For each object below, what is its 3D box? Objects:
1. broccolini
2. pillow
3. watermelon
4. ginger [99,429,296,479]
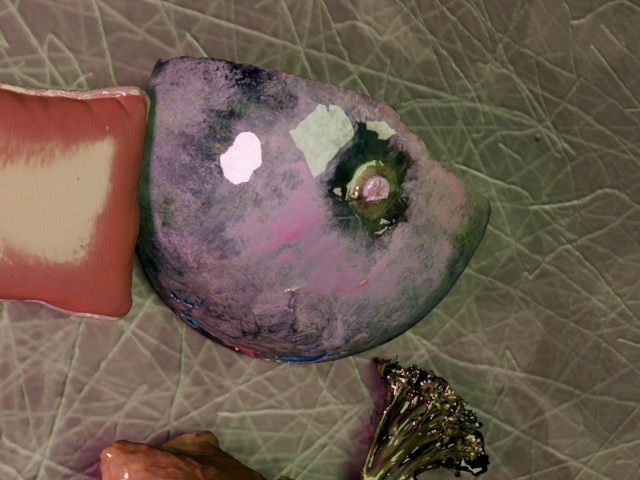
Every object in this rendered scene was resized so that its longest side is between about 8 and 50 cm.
[{"bbox_3d":[0.073,0.238,1.077,0.123,0.062,0.271,17,73,-12],"label":"broccolini"},{"bbox_3d":[-0.216,-0.032,0.914,0.179,0.075,0.171,5,89,-18],"label":"pillow"},{"bbox_3d":[0.003,-0.001,0.984,0.322,0.175,0.188,20,77,-26],"label":"watermelon"},{"bbox_3d":[-0.053,0.235,0.953,0.270,0.123,0.219,6,45,-45],"label":"ginger"}]
